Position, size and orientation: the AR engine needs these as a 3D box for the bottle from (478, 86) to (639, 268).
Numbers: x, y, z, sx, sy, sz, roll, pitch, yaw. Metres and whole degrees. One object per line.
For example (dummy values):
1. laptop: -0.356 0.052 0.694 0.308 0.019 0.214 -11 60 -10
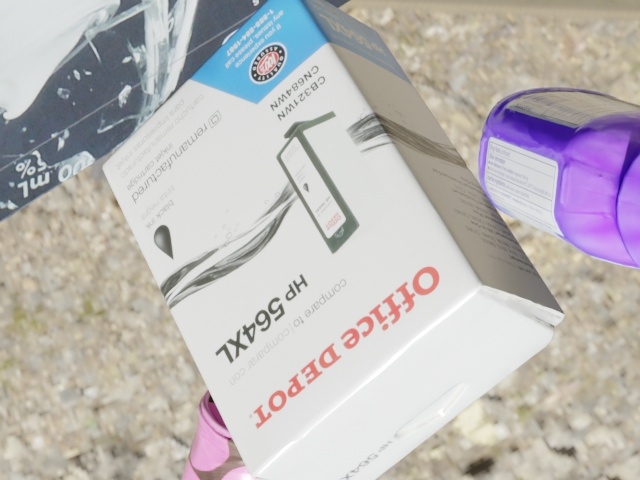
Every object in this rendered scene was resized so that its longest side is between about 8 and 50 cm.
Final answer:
1. bottle: 0.190 -0.033 0.886 0.118 0.283 0.092 2 101 -16

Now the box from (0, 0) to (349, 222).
1. box: -0.225 -0.312 0.966 0.480 0.297 0.471 -35 143 -19

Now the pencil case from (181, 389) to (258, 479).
1. pencil case: -0.053 0.185 0.970 0.098 0.095 0.209 -25 139 -48

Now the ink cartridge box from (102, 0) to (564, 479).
1. ink cartridge box: 0.000 0.000 0.735 0.148 0.203 0.086 -42 146 18
